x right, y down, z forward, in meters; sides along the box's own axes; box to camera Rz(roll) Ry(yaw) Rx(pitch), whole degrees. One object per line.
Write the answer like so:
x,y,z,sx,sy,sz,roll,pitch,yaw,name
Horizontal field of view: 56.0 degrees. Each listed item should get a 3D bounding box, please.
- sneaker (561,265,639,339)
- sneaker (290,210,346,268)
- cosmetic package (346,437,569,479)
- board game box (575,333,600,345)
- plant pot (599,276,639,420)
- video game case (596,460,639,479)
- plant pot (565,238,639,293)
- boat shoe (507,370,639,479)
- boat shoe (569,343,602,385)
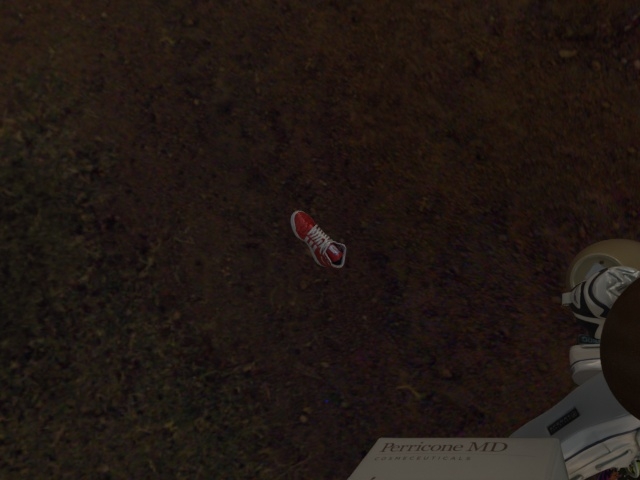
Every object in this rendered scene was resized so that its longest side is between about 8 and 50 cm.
0.470,0.101,0.891,0.235,0.153,0.094,6,77,-12,sneaker
0.000,0.000,0.996,0.042,0.118,0.067,-46,30,-19,sneaker
0.185,0.528,0.863,0.330,0.394,0.327,-12,98,32,cosmetic package
0.759,0.269,1.544,0.186,0.126,0.026,5,77,20,board game box
0.446,0.141,0.623,0.216,0.230,0.215,0,95,2,plant pot
0.663,0.457,1.144,0.210,0.042,0.232,28,77,36,video game case
0.734,0.106,1.528,0.257,0.274,0.256,-6,80,34,plant pot
0.516,0.354,1.075,0.367,0.136,0.156,-41,106,17,boat shoe
0.646,0.242,1.219,0.268,0.096,0.088,-10,42,20,boat shoe
